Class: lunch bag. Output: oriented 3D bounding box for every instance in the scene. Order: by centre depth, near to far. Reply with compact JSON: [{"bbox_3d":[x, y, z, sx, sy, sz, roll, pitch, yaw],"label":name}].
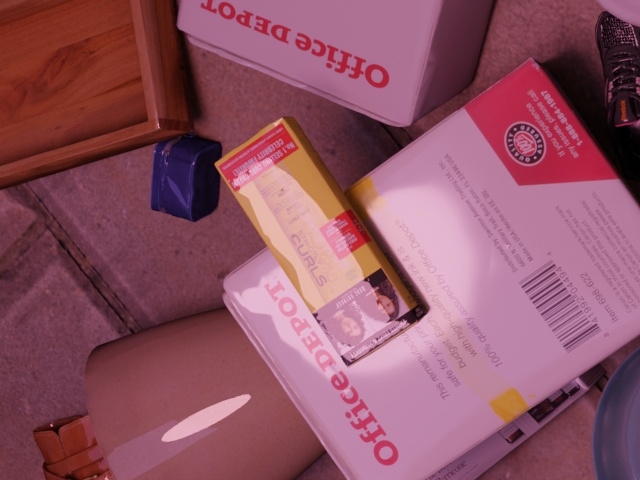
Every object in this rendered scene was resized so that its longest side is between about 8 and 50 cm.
[{"bbox_3d":[-0.156,-0.076,2.122,0.065,0.067,0.098,14,110,23],"label":"lunch bag"}]

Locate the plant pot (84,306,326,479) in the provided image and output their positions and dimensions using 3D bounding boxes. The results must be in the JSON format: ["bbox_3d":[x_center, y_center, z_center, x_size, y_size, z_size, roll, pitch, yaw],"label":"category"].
[{"bbox_3d":[-0.076,0.173,2.077,0.274,0.256,0.256,-27,92,15],"label":"plant pot"}]

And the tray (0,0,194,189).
[{"bbox_3d":[-0.340,-0.175,2.160,0.410,0.076,0.203,-14,82,31],"label":"tray"}]

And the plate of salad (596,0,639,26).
[{"bbox_3d":[0.332,-0.301,1.791,0.199,0.048,0.200,5,99,31],"label":"plate of salad"}]

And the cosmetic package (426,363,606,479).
[{"bbox_3d":[0.185,0.180,2.023,0.099,0.060,0.239,50,122,7],"label":"cosmetic package"}]

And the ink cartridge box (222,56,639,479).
[{"bbox_3d":[0.137,0.040,1.870,0.384,0.160,0.279,-35,89,10],"label":"ink cartridge box"}]

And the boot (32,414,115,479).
[{"bbox_3d":[-0.218,0.300,2.273,0.283,0.109,0.220,-15,95,39],"label":"boot"}]

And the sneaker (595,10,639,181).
[{"bbox_3d":[0.309,-0.140,1.840,0.072,0.077,0.178,-14,99,30],"label":"sneaker"}]

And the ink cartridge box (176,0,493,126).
[{"bbox_3d":[0.040,-0.352,1.850,0.285,0.166,0.395,25,121,21],"label":"ink cartridge box"}]

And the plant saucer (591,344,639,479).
[{"bbox_3d":[0.433,0.224,1.913,0.317,0.043,0.318,9,110,27],"label":"plant saucer"}]

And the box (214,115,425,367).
[{"bbox_3d":[0.000,0.000,1.778,0.087,0.058,0.232,-33,87,10],"label":"box"}]
